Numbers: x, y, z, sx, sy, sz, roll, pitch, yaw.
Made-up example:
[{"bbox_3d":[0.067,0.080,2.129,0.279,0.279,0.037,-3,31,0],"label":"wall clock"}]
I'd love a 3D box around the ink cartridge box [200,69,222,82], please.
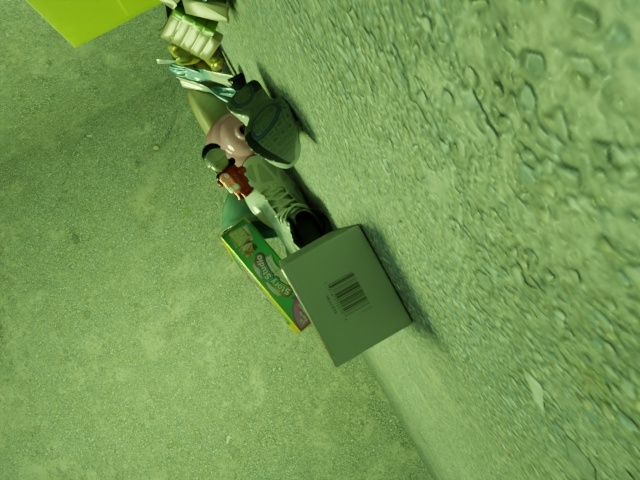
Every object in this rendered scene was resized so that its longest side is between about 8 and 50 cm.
[{"bbox_3d":[-0.431,-0.669,1.769,0.046,0.097,0.207,60,174,5],"label":"ink cartridge box"}]

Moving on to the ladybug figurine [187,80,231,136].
[{"bbox_3d":[-0.349,-0.429,1.850,0.305,0.162,0.449,63,180,36],"label":"ladybug figurine"}]

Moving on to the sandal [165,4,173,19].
[{"bbox_3d":[-0.377,-0.668,1.308,0.302,0.120,0.086,63,-157,-5],"label":"sandal"}]

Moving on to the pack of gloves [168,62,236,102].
[{"bbox_3d":[-0.371,-0.502,1.559,0.195,0.232,0.046,52,-129,-85],"label":"pack of gloves"}]

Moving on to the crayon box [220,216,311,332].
[{"bbox_3d":[-0.150,0.123,1.510,0.363,0.106,0.313,49,167,5],"label":"crayon box"}]

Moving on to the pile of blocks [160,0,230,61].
[{"bbox_3d":[-0.226,-0.488,0.862,0.362,0.149,0.112,113,172,-72],"label":"pile of blocks"}]

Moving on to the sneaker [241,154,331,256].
[{"bbox_3d":[-0.077,-0.097,1.348,0.447,0.169,0.257,57,162,10],"label":"sneaker"}]

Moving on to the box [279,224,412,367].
[{"bbox_3d":[0.033,0.102,1.038,0.214,0.168,0.345,61,175,-2],"label":"box"}]

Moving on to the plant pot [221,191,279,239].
[{"bbox_3d":[-0.199,-0.127,1.629,0.293,0.294,0.196,87,174,-79],"label":"plant pot"}]

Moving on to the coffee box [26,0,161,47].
[{"bbox_3d":[-0.476,-0.653,0.927,0.334,0.338,0.337,61,175,-3],"label":"coffee box"}]

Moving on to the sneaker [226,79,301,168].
[{"bbox_3d":[-0.095,-0.231,0.993,0.129,0.111,0.297,44,-169,-42],"label":"sneaker"}]

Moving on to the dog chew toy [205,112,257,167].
[{"bbox_3d":[-0.264,-0.322,1.547,0.206,0.207,0.332,62,167,-7],"label":"dog chew toy"}]

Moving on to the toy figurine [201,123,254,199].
[{"bbox_3d":[-0.198,-0.228,1.257,0.148,0.210,0.213,51,179,-21],"label":"toy figurine"}]

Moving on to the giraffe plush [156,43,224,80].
[{"bbox_3d":[-0.427,-0.645,1.572,0.181,0.211,0.170,-35,56,58],"label":"giraffe plush"}]

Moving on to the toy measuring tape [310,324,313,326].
[{"bbox_3d":[-0.015,0.140,1.677,0.121,0.122,0.329,112,158,-84],"label":"toy measuring tape"}]

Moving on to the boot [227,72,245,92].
[{"bbox_3d":[-0.223,-0.424,1.370,0.121,0.045,0.099,-112,-3,-72],"label":"boot"}]
